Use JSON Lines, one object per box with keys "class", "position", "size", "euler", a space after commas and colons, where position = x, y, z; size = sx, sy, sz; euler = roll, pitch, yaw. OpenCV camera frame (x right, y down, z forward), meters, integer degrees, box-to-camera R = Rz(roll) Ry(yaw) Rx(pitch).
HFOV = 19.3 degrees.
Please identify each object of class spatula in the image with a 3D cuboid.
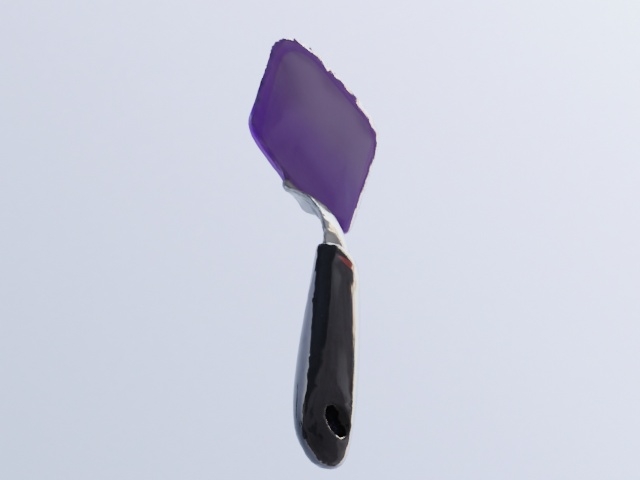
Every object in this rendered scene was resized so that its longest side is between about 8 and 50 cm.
{"class": "spatula", "position": [0.000, 0.000, 0.832], "size": [0.084, 0.030, 0.296], "euler": [48, -161, -26]}
